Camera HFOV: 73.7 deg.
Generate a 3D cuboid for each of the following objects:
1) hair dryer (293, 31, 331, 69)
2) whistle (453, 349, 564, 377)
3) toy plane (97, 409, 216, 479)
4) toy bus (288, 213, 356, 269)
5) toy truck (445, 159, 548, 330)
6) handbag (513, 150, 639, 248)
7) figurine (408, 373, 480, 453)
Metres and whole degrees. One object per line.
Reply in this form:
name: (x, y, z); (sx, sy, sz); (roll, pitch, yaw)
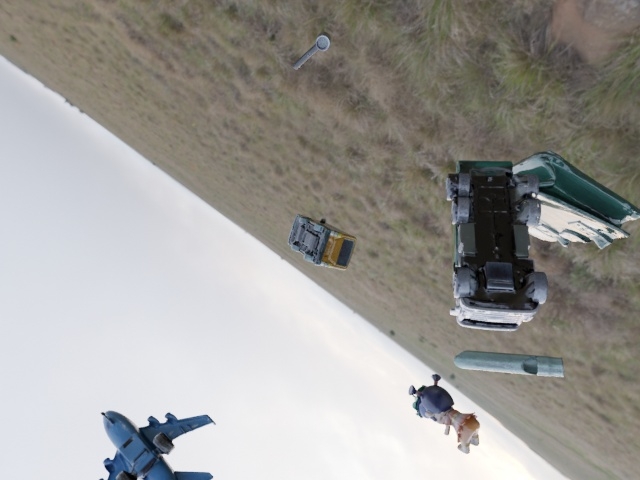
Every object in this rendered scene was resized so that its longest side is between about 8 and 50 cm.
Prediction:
hair dryer: (-0.016, -0.339, 0.772); (0.026, 0.083, 0.047); (44, -154, -21)
whistle: (0.580, 0.381, 1.332); (0.313, 0.062, 0.062); (-2, 156, 24)
toy plane: (-0.332, 0.400, 0.793); (0.271, 0.254, 0.105); (31, 148, 25)
toy bus: (0.000, 0.000, 1.002); (0.103, 0.091, 0.182); (14, -172, -27)
toy truck: (0.226, -0.006, 0.576); (0.114, 0.253, 0.124); (3, 149, 12)
handbag: (0.501, -0.074, 0.951); (0.239, 0.089, 0.326); (31, 179, 4)
figurine: (0.327, 0.442, 1.111); (0.112, 0.102, 0.195); (-13, -153, -40)
